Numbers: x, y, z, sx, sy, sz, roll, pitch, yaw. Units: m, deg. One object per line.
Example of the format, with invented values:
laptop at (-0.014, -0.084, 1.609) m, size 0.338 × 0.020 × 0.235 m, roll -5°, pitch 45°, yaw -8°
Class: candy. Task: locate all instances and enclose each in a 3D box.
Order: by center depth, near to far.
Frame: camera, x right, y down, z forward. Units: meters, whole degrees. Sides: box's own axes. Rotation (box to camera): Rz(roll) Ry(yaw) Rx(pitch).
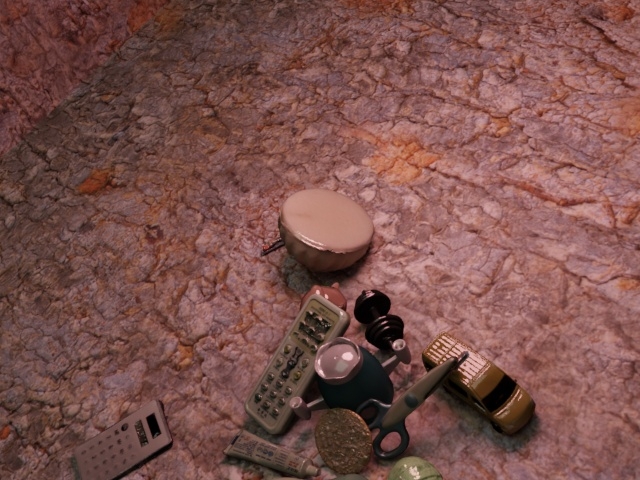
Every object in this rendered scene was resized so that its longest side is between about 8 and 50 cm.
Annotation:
candy at (0.282, 0.586, 1.605) m, size 0.119 × 0.119 × 0.440 m, roll -39°, pitch 51°, yaw -9°

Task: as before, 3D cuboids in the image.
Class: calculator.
calculator at (-0.496, 0.520, 2.126) m, size 0.261 × 0.021 × 0.161 m, roll -33°, pitch 44°, yaw -2°

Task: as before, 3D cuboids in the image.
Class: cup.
cup at (0.066, 0.311, 1.905) m, size 0.299 × 0.173 × 0.167 m, roll -29°, pitch 45°, yaw 1°

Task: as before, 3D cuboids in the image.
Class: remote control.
remote control at (-0.052, 0.294, 1.996) m, size 0.128 × 0.065 × 0.335 m, roll 32°, pitch 92°, yaw 38°

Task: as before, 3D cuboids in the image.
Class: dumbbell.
dumbbell at (0.141, 0.191, 2.027) m, size 0.099 × 0.099 × 0.208 m, roll -29°, pitch 43°, yaw 2°

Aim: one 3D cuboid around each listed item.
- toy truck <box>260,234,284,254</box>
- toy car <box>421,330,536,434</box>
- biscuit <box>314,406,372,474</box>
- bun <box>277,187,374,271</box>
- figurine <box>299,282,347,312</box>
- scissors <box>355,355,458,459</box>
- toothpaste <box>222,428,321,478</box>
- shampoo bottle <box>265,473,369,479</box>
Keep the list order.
toy truck at (-0.134, 0.012, 2.389) m, size 0.083 × 0.024 × 0.032 m, roll -25°, pitch 73°, yaw 2°
toy car at (0.335, 0.301, 1.804) m, size 0.101 × 0.124 × 0.256 m, roll -44°, pitch 44°, yaw -12°
biscuit at (0.051, 0.441, 1.849) m, size 0.152 × 0.020 × 0.152 m, roll 1°, pitch 91°, yaw 32°
bun at (0.000, 0.000, 2.242) m, size 0.263 × 0.175 × 0.263 m, roll 12°, pitch 40°, yaw -10°
figurine at (0.005, 0.165, 2.104) m, size 0.125 × 0.125 × 0.138 m, roll -20°, pitch 6°, yaw 11°
scissors at (0.192, 0.345, 1.801) m, size 0.138 × 0.041 × 0.289 m, roll 48°, pitch 110°, yaw 15°
toothpaste at (-0.109, 0.495, 1.924) m, size 0.268 × 0.047 × 0.069 m, roll 10°, pitch 75°, yaw 37°
shampoo bottle at (-0.037, 0.584, 1.731) m, size 0.349 × 0.151 × 0.222 m, roll -18°, pitch 43°, yaw 12°
